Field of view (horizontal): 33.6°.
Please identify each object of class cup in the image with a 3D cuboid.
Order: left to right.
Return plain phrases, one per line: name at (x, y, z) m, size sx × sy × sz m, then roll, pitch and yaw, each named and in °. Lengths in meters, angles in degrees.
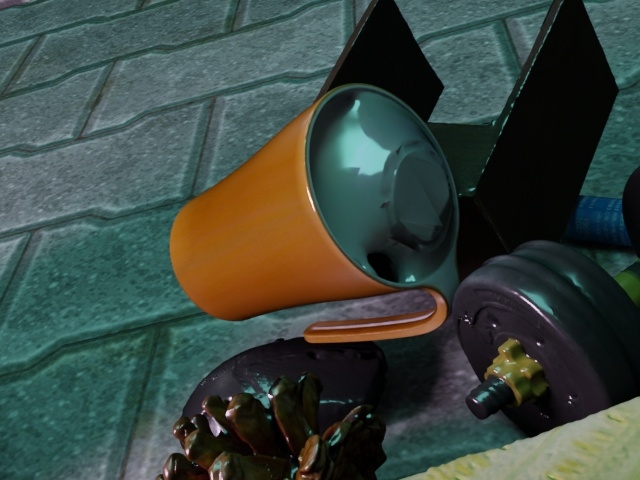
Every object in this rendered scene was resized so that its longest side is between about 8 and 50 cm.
cup at (0.000, 0.000, 0.961) m, size 0.264 × 0.226 × 0.182 m, roll -23°, pitch 15°, yaw 45°

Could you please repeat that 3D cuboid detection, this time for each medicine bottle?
medicine bottle at (0.326, -0.018, 1.101) m, size 0.191 × 0.051 × 0.051 m, roll 8°, pitch 40°, yaw 40°

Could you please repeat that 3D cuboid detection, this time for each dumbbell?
dumbbell at (0.274, 0.038, 0.907) m, size 0.388 × 0.185 × 0.185 m, roll -32°, pitch 32°, yaw -21°

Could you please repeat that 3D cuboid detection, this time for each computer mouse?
computer mouse at (-0.041, 0.143, 1.024) m, size 0.217 × 0.073 × 0.122 m, roll -13°, pitch 30°, yaw 7°

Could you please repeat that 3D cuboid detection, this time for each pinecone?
pinecone at (-0.040, 0.191, 0.851) m, size 0.195 × 0.150 × 0.179 m, roll -21°, pitch -17°, yaw 21°

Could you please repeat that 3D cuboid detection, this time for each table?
table at (0.143, -0.112, 1.133) m, size 0.251 × 0.196 × 0.282 m, roll 6°, pitch 59°, yaw 39°

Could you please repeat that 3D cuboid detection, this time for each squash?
squash at (0.192, 0.181, 0.788) m, size 0.289 × 0.111 × 0.203 m, roll -36°, pitch 30°, yaw -30°

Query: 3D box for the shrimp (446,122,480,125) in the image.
shrimp at (0.076, -0.090, 1.353) m, size 0.317 × 0.077 × 0.168 m, roll -14°, pitch 20°, yaw 0°
